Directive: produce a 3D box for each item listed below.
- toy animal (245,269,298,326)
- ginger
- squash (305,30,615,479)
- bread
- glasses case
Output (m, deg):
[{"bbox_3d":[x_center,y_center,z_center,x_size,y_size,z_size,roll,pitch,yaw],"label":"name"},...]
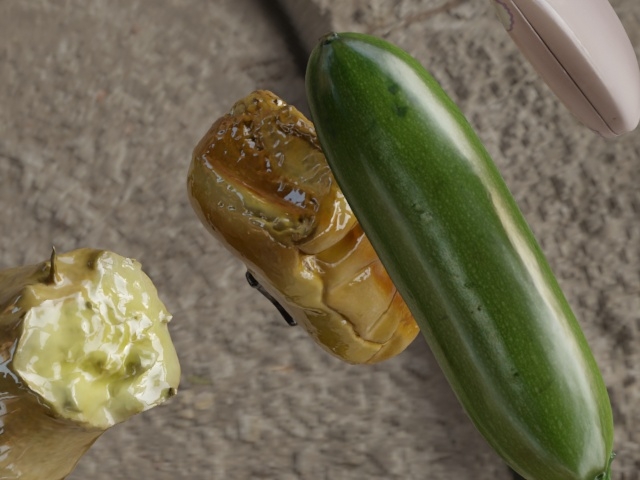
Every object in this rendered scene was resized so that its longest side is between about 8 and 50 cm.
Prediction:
[{"bbox_3d":[0.025,0.012,1.682,0.121,0.210,0.117,53,27,-42],"label":"toy animal"},{"bbox_3d":[-0.200,0.133,0.681,0.166,0.236,0.375,29,100,-35],"label":"ginger"},{"bbox_3d":[0.106,0.024,1.033,0.107,0.107,0.395,-33,98,-18],"label":"squash"},{"bbox_3d":[0.000,0.000,1.271,0.132,0.294,0.167,-45,61,-2],"label":"bread"},{"bbox_3d":[0.237,-0.210,1.426,0.297,0.075,0.113,43,44,-43],"label":"glasses case"}]
